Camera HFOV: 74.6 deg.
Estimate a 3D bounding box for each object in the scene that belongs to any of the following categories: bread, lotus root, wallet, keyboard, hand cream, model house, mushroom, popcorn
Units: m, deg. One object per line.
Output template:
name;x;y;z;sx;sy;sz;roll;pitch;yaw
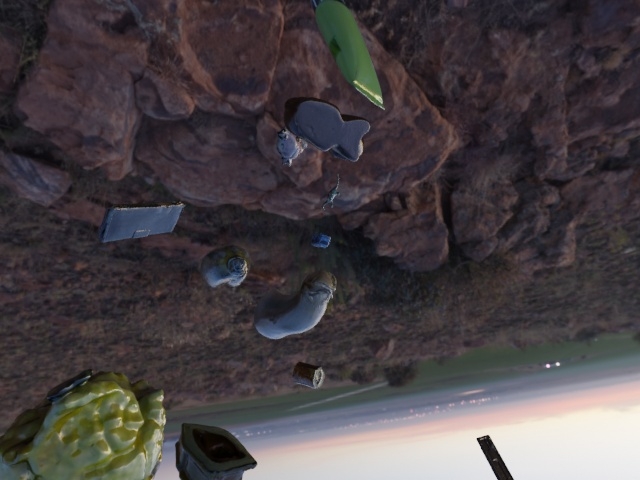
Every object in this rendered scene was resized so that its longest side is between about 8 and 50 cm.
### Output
bread;-0.028;0.290;0.908;0.036;0.047;0.083;28;158;-30
lotus root;-0.312;0.078;1.416;0.158;0.140;0.322;3;165;-24
wallet;-0.689;-0.082;1.634;0.317;0.044;0.169;-14;145;-56
keyboard;0.400;0.511;0.930;0.053;0.155;0.010;9;133;-37
hand cream;0.033;-0.259;0.557;0.046;0.175;0.095;-25;167;26
model house;-0.389;0.779;1.435;0.173;0.268;0.239;-5;121;-54
mushroom;-0.080;0.205;1.304;0.126;0.177;0.397;15;158;-30
popcorn;-0.391;0.349;0.726;0.293;0.237;0.293;-33;-174;4

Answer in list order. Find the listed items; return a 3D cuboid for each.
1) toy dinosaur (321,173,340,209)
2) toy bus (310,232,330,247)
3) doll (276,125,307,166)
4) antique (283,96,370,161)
toy dinosaur;0.049;-0.182;1.703;0.037;0.058;0.180;3;132;-40
toy bus;0.000;0.000;1.381;0.038;0.046;0.083;19;173;-21
doll;-0.102;-0.362;1.485;0.095;0.192;0.149;13;132;9
antique;0.017;-0.296;1.125;0.256;0.121;0.143;15;-170;-30
